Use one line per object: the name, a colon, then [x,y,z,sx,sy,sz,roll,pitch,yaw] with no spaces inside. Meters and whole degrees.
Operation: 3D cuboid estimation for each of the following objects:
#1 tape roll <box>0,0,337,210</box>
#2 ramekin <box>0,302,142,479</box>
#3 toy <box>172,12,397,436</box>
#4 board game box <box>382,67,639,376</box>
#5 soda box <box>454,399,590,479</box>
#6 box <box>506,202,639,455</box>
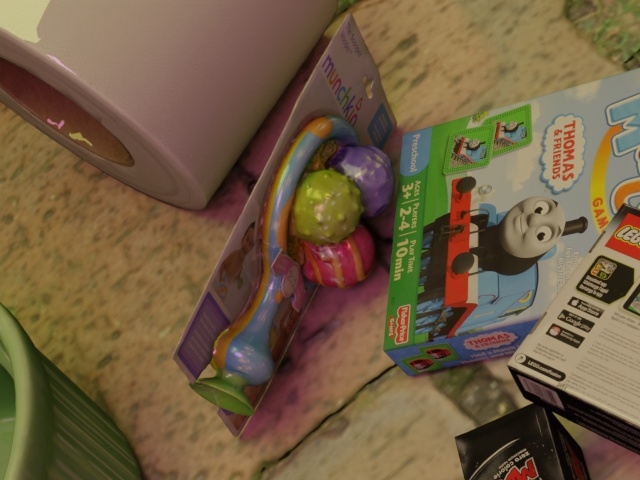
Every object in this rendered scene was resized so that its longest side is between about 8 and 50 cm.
tape roll: [-0.133,-0.155,1.169,0.246,0.246,0.169,22,75,45]
ramekin: [-0.255,0.188,1.071,0.303,0.148,0.303,-20,49,24]
toy: [0.000,0.000,1.041,0.056,0.137,0.237,22,71,24]
board game box: [0.141,-0.016,1.002,0.211,0.039,0.160,-14,51,28]
soda box: [0.117,0.168,0.865,0.053,0.060,0.169,-26,47,15]
box: [0.207,0.065,0.838,0.207,0.036,0.114,25,68,37]
